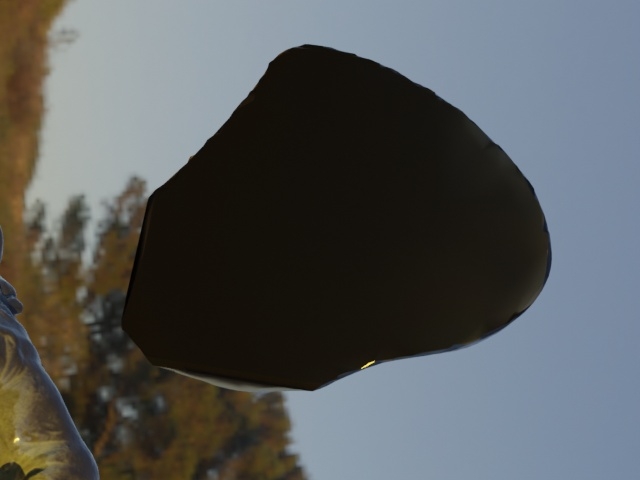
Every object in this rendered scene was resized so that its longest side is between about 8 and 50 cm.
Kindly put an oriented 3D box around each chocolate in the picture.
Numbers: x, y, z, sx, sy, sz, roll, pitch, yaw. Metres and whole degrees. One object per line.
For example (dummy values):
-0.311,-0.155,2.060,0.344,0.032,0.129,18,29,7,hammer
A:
0.000,0.000,0.529,0.080,0.149,0.125,80,-7,-71,chocolate

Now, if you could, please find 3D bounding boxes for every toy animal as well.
-0.292,0.109,1.230,0.168,0.106,0.343,26,37,-60,toy animal
